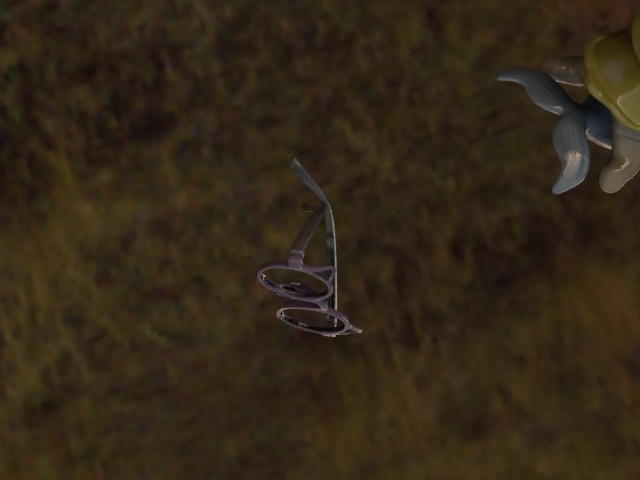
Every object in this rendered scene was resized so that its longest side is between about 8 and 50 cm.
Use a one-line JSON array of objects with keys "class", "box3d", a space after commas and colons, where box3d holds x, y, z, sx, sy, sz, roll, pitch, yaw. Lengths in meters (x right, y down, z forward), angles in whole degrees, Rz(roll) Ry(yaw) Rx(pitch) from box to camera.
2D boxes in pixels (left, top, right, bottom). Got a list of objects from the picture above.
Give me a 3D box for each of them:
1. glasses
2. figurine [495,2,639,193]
[{"class": "glasses", "box3d": [0.000, 0.000, 1.426, 0.062, 0.104, 0.140, 6, 155, 14]}, {"class": "figurine", "box3d": [0.228, -0.110, 1.293, 0.208, 0.128, 0.184, -22, 158, -7]}]
